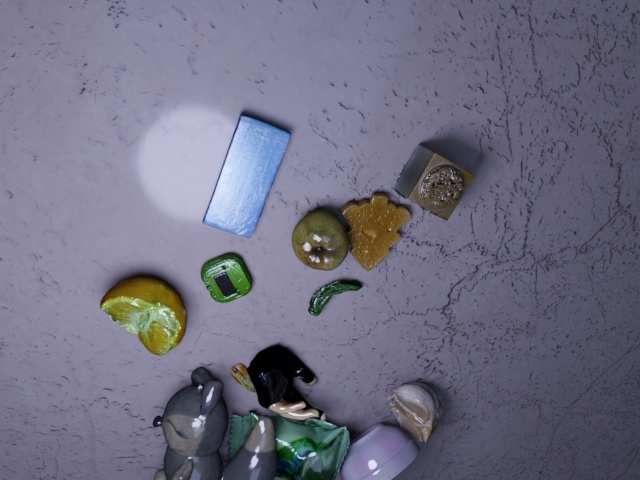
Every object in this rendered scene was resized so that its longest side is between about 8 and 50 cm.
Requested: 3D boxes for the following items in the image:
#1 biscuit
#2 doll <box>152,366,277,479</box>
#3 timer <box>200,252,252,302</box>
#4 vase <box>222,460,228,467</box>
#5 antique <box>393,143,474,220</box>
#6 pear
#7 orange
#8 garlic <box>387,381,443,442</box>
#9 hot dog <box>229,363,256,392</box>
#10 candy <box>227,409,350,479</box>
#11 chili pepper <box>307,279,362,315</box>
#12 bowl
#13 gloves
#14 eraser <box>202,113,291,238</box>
[{"bbox_3d":[0.152,-0.024,1.402,0.212,0.041,0.239,2,111,-16],"label":"biscuit"},{"bbox_3d":[-0.314,0.582,1.466,0.378,0.252,0.383,13,92,-34],"label":"doll"},{"bbox_3d":[-0.269,0.111,1.381,0.127,0.047,0.140,-22,115,1],"label":"timer"},{"bbox_3d":[-0.352,0.875,1.654,0.128,0.128,0.248,11,121,-14],"label":"vase"},{"bbox_3d":[0.309,-0.156,1.315,0.146,0.148,0.152,23,105,-20],"label":"antique"},{"bbox_3d":[0.000,0.000,1.331,0.167,0.137,0.167,4,115,10],"label":"pear"},{"bbox_3d":[-0.464,0.190,1.312,0.237,0.159,0.179,42,138,-17],"label":"orange"},{"bbox_3d":[0.335,0.563,1.636,0.142,0.178,0.230,-35,138,-27],"label":"garlic"},{"bbox_3d":[-0.237,0.443,1.530,0.056,0.041,0.133,-35,114,6],"label":"hot dog"},{"bbox_3d":[-0.116,0.697,1.599,0.397,0.172,0.263,8,107,1],"label":"candy"},{"bbox_3d":[0.037,0.161,1.456,0.182,0.050,0.073,-28,107,0],"label":"chili pepper"},{"bbox_3d":[0.180,0.723,1.624,0.287,0.287,0.144,-36,73,6],"label":"bowl"},{"bbox_3d":[-0.095,0.460,1.505,0.301,0.197,0.152,46,134,-7],"label":"gloves"},{"bbox_3d":[-0.197,-0.166,1.279,0.144,0.043,0.312,18,108,-16],"label":"eraser"}]
